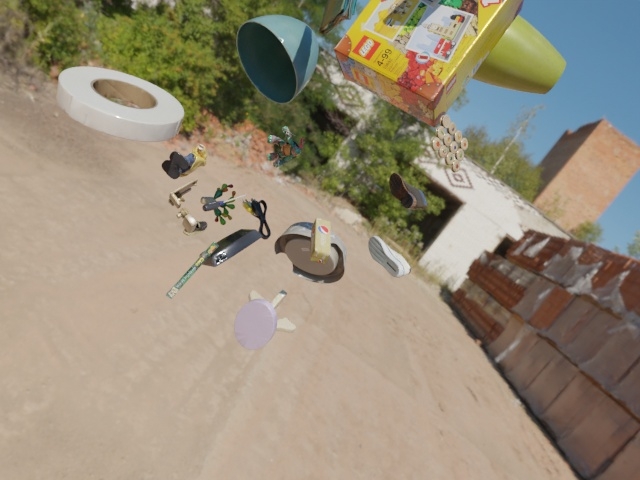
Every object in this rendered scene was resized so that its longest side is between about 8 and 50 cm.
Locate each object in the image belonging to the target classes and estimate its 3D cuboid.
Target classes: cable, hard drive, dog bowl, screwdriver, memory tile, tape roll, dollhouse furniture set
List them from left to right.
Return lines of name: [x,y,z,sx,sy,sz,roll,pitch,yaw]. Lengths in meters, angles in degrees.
tape roll: [-0.647,-0.450,1.565,0.392,0.072,0.392,21,29,-12]
dollhouse furniture set: [-0.517,-0.139,1.934,0.151,0.123,0.144,54,-26,-1]
screwdriver: [-0.268,-0.112,1.370,0.025,0.024,0.170,1,18,42]
hard drive: [-0.392,0.025,2.059,0.172,0.255,0.054,3,-57,54]
cable: [-0.340,-0.126,2.698,0.139,0.072,0.287,-9,67,-44]
dog bowl: [-0.036,0.053,2.205,0.349,0.349,0.102,34,53,-12]
memory tile: [0.367,-0.272,1.348,0.148,0.113,0.012,34,-17,-37]

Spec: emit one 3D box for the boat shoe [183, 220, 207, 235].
boat shoe: [-0.581,-0.065,2.250,0.056,0.049,0.152,37,30,8]

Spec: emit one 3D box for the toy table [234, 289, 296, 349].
toy table: [-0.236,0.326,2.015,0.252,0.274,0.161,49,35,3]

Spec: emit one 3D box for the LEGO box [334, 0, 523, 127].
LEGO box: [0.349,-0.677,1.523,0.372,0.500,0.193,35,-2,19]

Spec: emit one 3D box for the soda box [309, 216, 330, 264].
soda box: [0.000,0.000,1.764,0.061,0.058,0.181,16,42,-13]

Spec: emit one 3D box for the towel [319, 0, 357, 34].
towel: [0.073,-0.686,1.235,0.040,0.271,0.370,15,14,-13]

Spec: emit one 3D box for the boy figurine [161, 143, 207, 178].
boy figurine: [-0.528,-0.329,1.941,0.092,0.177,0.285,45,19,-9]

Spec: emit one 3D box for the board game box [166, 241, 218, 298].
board game box: [-0.486,0.111,1.814,0.030,0.259,0.136,42,-12,-8]

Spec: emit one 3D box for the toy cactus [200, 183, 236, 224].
toy cactus: [-0.518,-0.191,2.410,0.181,0.218,0.112,10,-4,-37]

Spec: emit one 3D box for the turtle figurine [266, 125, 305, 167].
turtle figurine: [-0.154,-0.393,2.063,0.118,0.175,0.234,15,3,-34]

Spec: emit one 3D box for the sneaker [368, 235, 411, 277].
sneaker: [0.308,0.076,2.157,0.091,0.094,0.258,2,39,-37]

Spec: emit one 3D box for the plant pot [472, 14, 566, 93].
plant pot: [0.773,-0.692,1.841,0.294,0.274,0.275,28,9,1]

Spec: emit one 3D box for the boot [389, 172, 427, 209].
boot: [0.379,-0.206,2.077,0.106,0.082,0.219,11,40,-34]

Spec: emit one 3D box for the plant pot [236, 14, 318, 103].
plant pot: [-0.120,-0.653,1.656,0.290,0.195,0.290,36,-27,22]
